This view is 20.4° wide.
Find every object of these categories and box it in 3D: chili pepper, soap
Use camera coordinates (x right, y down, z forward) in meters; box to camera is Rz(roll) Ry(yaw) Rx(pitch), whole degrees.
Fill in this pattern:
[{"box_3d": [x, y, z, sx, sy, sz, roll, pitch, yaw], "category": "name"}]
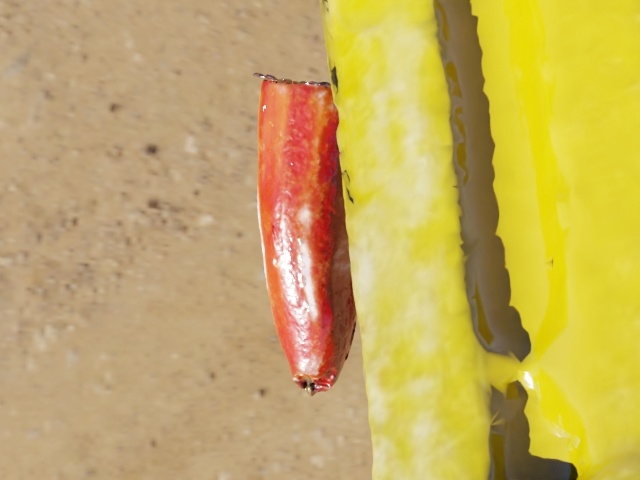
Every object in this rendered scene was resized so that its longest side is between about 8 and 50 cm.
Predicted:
[{"box_3d": [0.002, 0.000, 0.936, 0.065, 0.088, 0.169, 18, 104, 59], "category": "chili pepper"}, {"box_3d": [0.134, -0.050, 0.519, 0.259, 0.143, 0.281, -14, 70, 30], "category": "soap"}]
